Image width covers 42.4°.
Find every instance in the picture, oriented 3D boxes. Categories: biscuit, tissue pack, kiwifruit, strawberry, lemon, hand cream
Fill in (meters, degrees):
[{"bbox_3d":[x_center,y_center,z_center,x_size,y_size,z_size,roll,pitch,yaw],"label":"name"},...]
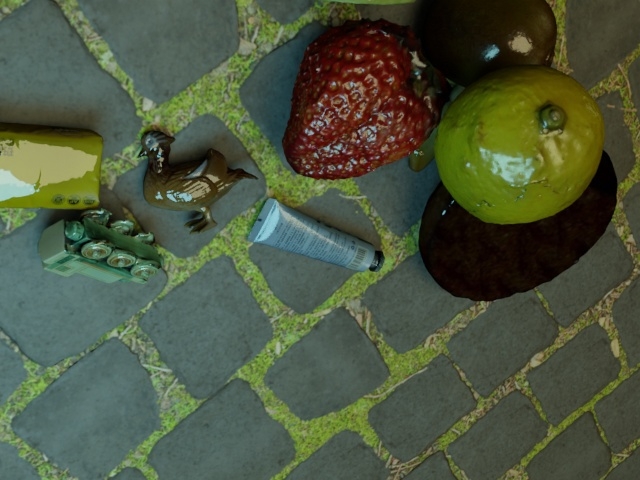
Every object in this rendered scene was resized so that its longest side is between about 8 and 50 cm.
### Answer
[{"bbox_3d":[0.380,-0.047,1.608,0.407,0.091,0.407,-12,134,-13],"label":"biscuit"},{"bbox_3d":[-0.418,-0.110,1.231,0.169,0.082,0.120,1,108,-28],"label":"tissue pack"},{"bbox_3d":[0.247,-0.236,1.553,0.208,0.047,0.164,-25,118,-17],"label":"biscuit"},{"bbox_3d":[0.294,-0.350,1.416,0.196,0.234,0.196,-36,145,-29],"label":"kiwifruit"},{"bbox_3d":[0.055,-0.222,1.351,0.250,0.238,0.288,37,98,-29],"label":"strawberry"},{"bbox_3d":[0.308,-0.148,1.300,0.260,0.284,0.260,13,62,-24],"label":"lemon"},{"bbox_3d":[0.000,0.000,1.516,0.271,0.058,0.091,19,112,-28],"label":"hand cream"}]

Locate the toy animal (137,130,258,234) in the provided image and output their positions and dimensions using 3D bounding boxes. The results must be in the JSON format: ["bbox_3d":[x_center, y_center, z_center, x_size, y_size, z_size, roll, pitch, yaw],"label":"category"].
[{"bbox_3d":[-0.202,-0.110,1.351,0.188,0.089,0.179,-21,105,-14],"label":"toy animal"}]

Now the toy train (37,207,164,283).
[{"bbox_3d":[-0.341,0.020,1.302,0.125,0.081,0.194,-23,150,25],"label":"toy train"}]

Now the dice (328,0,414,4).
[{"bbox_3d":[0.066,-0.460,1.293,0.169,0.169,0.166,-6,111,-25],"label":"dice"}]
